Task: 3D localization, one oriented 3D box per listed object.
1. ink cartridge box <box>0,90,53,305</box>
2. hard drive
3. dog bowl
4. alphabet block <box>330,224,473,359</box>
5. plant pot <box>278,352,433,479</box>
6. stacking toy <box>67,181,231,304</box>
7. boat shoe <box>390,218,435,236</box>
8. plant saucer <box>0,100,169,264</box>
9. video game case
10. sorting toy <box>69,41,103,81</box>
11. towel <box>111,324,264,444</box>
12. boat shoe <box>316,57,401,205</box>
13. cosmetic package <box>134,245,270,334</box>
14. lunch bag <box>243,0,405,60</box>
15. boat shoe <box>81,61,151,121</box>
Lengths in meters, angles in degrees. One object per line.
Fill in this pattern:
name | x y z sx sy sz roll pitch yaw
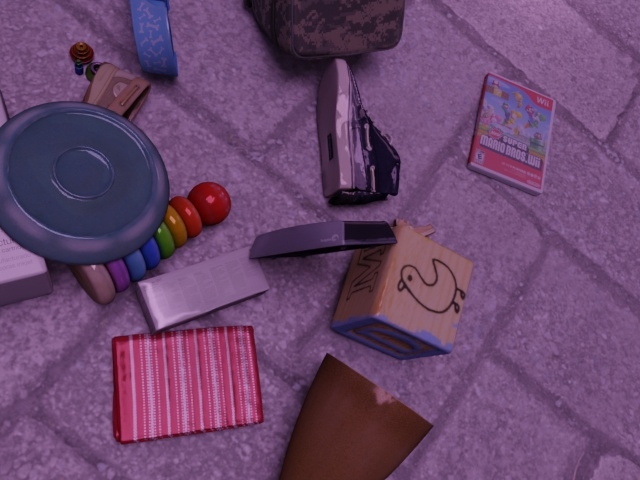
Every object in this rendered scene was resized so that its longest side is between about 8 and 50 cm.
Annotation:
ink cartridge box | -0.660 -0.068 1.117 0.280 0.160 0.384 -15 78 -22
hard drive | 0.000 0.000 1.230 0.172 0.255 0.054 -1 85 -45
dog bowl | -0.357 -0.486 1.353 0.074 0.166 0.297 -9 76 -8
alphabet block | 0.162 0.112 1.292 0.193 0.193 0.197 27 67 -19
plant pot | 0.039 0.376 1.179 0.237 0.237 0.254 36 81 -4
stacking toy | -0.315 -0.020 1.234 0.330 0.141 0.141 -35 86 -28
boat shoe | 0.174 -0.021 1.420 0.170 0.063 0.059 -12 83 -20
plant saucer | -0.417 -0.113 1.125 0.318 0.044 0.317 10 66 -25
video game case | 0.487 -0.272 1.621 0.204 0.025 0.285 20 68 -10
sorting toy | -0.485 -0.374 1.336 0.102 0.042 0.061 47 66 1
towel | -0.252 0.266 1.212 0.275 0.031 0.198 -2 72 -20
boat shoe | 0.088 -0.239 1.443 0.158 0.127 0.340 3 80 -24
cosmetic package | -0.228 0.094 1.247 0.239 0.060 0.098 -18 81 -28
lunch bag | 0.004 -0.545 1.451 0.305 0.256 0.212 -15 123 -22
boat shoe | -0.430 -0.197 1.253 0.110 0.121 0.340 19 67 -10
